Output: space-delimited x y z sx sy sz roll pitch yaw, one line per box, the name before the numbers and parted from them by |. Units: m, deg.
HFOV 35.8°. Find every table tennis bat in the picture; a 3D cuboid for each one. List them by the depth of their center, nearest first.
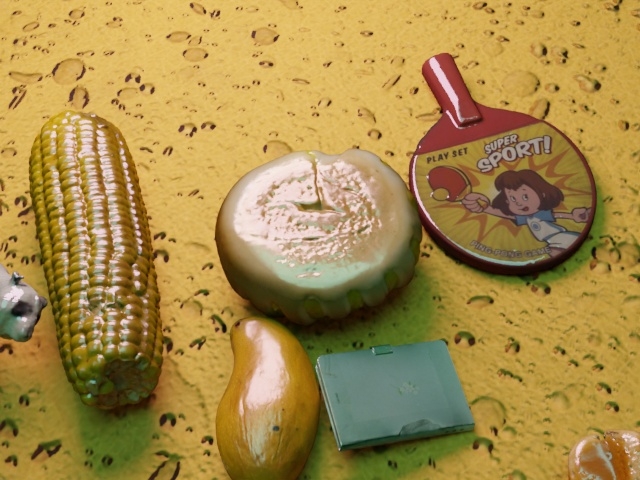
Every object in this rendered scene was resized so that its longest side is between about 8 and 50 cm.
table tennis bat | 0.188 -0.091 1.119 0.201 0.038 0.310 -16 58 -8

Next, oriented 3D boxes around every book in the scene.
book | 0.070 0.145 0.952 0.135 0.017 0.103 -6 53 -16

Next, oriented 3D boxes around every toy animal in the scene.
toy animal | -0.371 0.064 0.998 0.225 0.094 0.121 8 55 38

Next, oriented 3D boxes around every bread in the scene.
bread | 0.000 0.000 1.024 0.214 0.104 0.213 0 56 0

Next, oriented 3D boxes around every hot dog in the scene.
hot dog | 0.269 0.279 0.822 0.102 0.076 0.249 -22 53 20

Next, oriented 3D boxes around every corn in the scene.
corn | -0.236 0.008 1.033 0.121 0.120 0.363 -13 56 -4

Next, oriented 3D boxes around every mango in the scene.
mango | -0.049 0.155 0.939 0.098 0.075 0.190 4 48 -5
